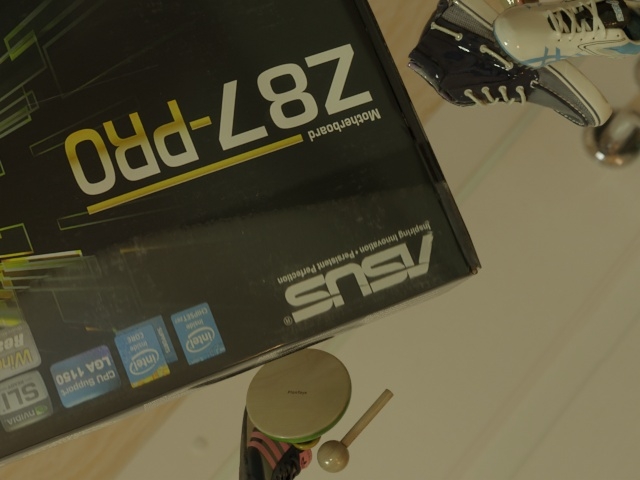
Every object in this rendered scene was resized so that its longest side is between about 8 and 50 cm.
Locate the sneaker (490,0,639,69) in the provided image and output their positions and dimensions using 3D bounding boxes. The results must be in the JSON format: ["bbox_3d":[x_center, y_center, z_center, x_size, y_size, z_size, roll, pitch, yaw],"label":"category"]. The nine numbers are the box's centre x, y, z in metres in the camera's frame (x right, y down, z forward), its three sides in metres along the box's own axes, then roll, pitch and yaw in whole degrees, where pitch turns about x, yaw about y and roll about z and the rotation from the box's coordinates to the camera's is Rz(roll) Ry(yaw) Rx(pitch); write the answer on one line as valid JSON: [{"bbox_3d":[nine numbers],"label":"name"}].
[{"bbox_3d":[0.298,-0.251,1.219,0.086,0.237,0.085,-43,62,55],"label":"sneaker"}]

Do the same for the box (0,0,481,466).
[{"bbox_3d":[-0.143,-0.050,0.659,0.097,0.395,0.318,128,122,-75],"label":"box"}]

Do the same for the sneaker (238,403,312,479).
[{"bbox_3d":[-0.077,0.393,1.853,0.131,0.112,0.319,5,-152,-4],"label":"sneaker"}]

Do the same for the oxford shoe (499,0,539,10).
[{"bbox_3d":[0.334,-0.619,2.235,0.140,0.146,0.397,-2,-115,-53],"label":"oxford shoe"}]

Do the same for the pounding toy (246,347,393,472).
[{"bbox_3d":[-0.006,0.297,1.790,0.237,0.183,0.110,25,150,35],"label":"pounding toy"}]

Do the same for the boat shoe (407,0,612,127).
[{"bbox_3d":[0.300,-0.258,1.738,0.340,0.158,0.127,39,177,10],"label":"boat shoe"}]
